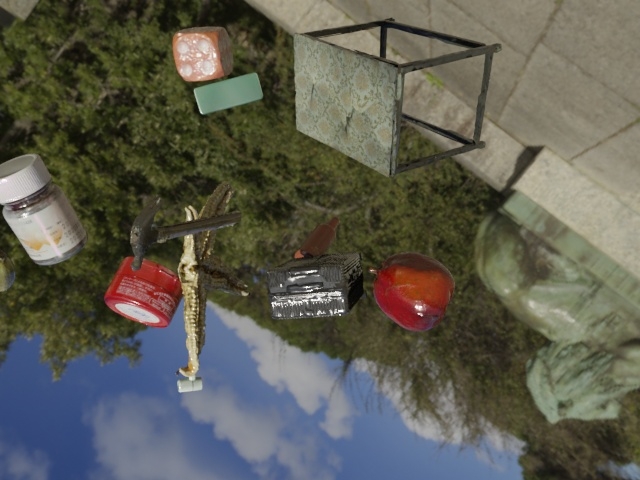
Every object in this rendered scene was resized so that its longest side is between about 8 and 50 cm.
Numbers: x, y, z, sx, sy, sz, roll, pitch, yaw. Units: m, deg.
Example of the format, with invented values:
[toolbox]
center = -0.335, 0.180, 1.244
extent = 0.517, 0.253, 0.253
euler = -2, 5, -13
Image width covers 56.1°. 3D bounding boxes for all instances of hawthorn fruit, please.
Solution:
[hawthorn fruit]
center = 0.305, 0.166, 2.077
extent = 0.307, 0.265, 0.265
euler = 22, -178, 13

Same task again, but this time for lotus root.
[lotus root]
center = -0.939, 0.093, 1.753
extent = 0.090, 0.183, 0.077
euler = -26, -107, -41

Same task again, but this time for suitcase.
[suitcase]
center = -0.001, 0.128, 1.722
extent = 0.335, 0.229, 0.152
euler = -24, -73, -77

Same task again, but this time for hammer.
[hammer]
center = -0.225, -0.024, 1.061
extent = 0.026, 0.125, 0.297
euler = 21, -165, 21

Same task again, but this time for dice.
[dice]
center = -0.423, -0.684, 2.190
extent = 0.179, 0.174, 0.175
euler = -1, -155, 15

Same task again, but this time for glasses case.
[glasses case]
center = -0.258, -0.413, 1.692
extent = 0.039, 0.184, 0.078
euler = -114, 9, -74

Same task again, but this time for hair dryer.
[hair dryer]
center = -0.457, 0.466, 2.111
extent = 0.081, 0.137, 0.047
euler = -1, -161, -20

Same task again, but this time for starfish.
[starfish]
center = -0.276, 0.080, 1.498
extent = 0.082, 0.433, 0.324
euler = 3, -162, 16

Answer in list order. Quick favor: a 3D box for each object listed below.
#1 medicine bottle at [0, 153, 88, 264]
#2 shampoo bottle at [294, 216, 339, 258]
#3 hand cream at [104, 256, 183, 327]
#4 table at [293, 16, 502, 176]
[medicine bottle]
center = -0.764, -0.081, 1.625
extent = 0.165, 0.165, 0.274
euler = 47, 160, 55
[shampoo bottle]
center = 0.001, -0.001, 2.038
extent = 0.085, 0.085, 0.244
euler = 39, -136, -1
[hand cream]
center = -0.545, 0.166, 1.876
extent = 0.230, 0.150, 0.230
euler = 14, 152, 7
[table]
center = 0.148, -0.319, 1.272
extent = 0.272, 0.223, 0.335
euler = -19, -144, -29
